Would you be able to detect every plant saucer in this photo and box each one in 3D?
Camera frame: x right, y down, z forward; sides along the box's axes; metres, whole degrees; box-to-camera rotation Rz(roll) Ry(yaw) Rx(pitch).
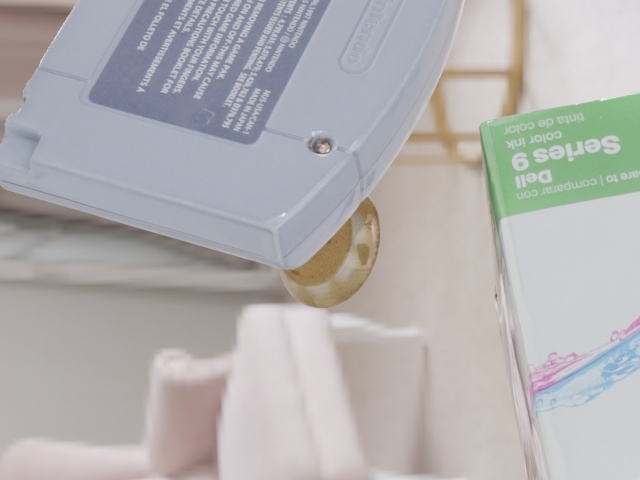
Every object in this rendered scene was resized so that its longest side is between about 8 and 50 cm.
[{"bbox_3d":[0.000,0.000,1.193,0.083,0.015,0.083,-10,75,38],"label":"plant saucer"}]

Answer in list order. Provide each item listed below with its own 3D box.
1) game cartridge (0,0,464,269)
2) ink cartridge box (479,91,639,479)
[{"bbox_3d":[-0.029,-0.120,1.058,0.060,0.196,0.294,78,-148,-52],"label":"game cartridge"},{"bbox_3d":[0.127,0.070,0.782,0.154,0.093,0.212,76,-176,-60],"label":"ink cartridge box"}]
